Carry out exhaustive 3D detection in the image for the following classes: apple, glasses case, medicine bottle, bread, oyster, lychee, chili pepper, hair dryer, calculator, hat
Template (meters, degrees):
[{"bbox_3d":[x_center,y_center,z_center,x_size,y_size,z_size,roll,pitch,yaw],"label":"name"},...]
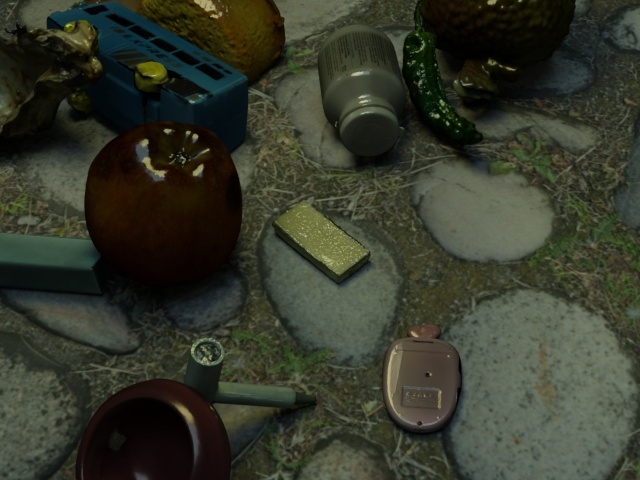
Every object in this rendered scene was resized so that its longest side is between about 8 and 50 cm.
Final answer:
[{"bbox_3d":[-0.217,-0.056,1.287,0.230,0.230,0.230,-2,48,2],"label":"apple"},{"bbox_3d":[-0.439,0.033,1.344,0.266,0.056,0.105,4,24,7],"label":"glasses case"},{"bbox_3d":[0.069,-0.240,1.497,0.135,0.135,0.215,-6,48,-2],"label":"medicine bottle"},{"bbox_3d":[-0.186,-0.404,1.615,0.260,0.147,0.160,38,57,6],"label":"bread"},{"bbox_3d":[-0.473,-0.270,1.489,0.133,0.337,0.198,-2,76,-47],"label":"oyster"},{"bbox_3d":[0.299,-0.402,1.553,0.270,0.270,0.320,-15,89,-10],"label":"lychee"},{"bbox_3d":[0.181,-0.258,1.494,0.065,0.122,0.279,-8,69,-35],"label":"chili pepper"},{"bbox_3d":[-0.079,0.178,1.131,0.183,0.155,0.044,-1,48,-17],"label":"hair dryer"},{"bbox_3d":[0.131,0.173,1.190,0.103,0.024,0.166,2,49,6],"label":"calculator"},{"bbox_3d":[-0.188,0.261,1.072,0.205,0.089,0.205,-8,69,23],"label":"hat"},{"bbox_3d":[0.000,0.000,1.354,0.068,0.028,0.153,-36,56,-26],"label":"bread"}]

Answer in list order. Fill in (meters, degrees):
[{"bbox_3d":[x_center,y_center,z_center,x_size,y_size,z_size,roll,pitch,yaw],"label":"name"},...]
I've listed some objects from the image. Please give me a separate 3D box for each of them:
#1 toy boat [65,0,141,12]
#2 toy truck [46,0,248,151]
[{"bbox_3d":[-0.402,-0.411,1.712,0.293,0.108,0.099,-33,10,-20],"label":"toy boat"},{"bbox_3d":[-0.297,-0.266,1.538,0.385,0.161,0.162,32,45,29],"label":"toy truck"}]
